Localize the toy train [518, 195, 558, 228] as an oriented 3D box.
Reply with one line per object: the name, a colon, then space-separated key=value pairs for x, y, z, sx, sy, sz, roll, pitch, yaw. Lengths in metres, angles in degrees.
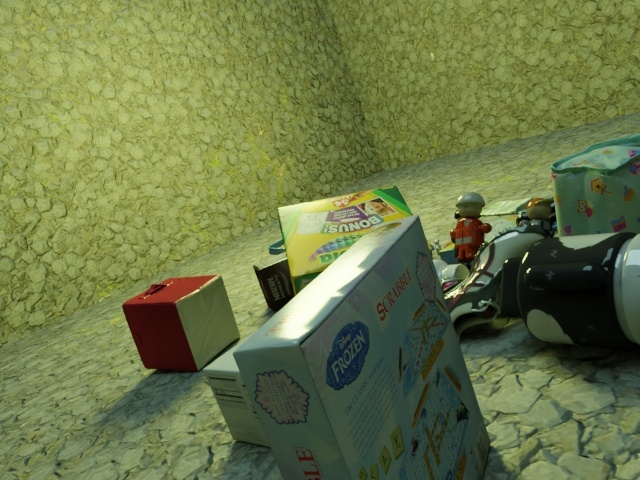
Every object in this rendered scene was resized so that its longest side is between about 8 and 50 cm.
toy train: x=0.634 y=-0.083 z=1.464 sx=0.184 sy=0.080 sz=0.105 roll=-25 pitch=6 yaw=-27

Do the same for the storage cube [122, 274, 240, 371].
storage cube: x=-0.356 y=0.209 z=1.390 sx=0.193 sy=0.215 sz=0.183 roll=-5 pitch=16 yaw=31

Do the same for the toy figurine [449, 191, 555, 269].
toy figurine: x=0.386 y=-0.019 z=1.152 sx=0.209 sy=0.148 sz=0.213 roll=0 pitch=-11 yaw=15

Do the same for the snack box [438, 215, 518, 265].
snack box: x=0.427 y=0.008 z=1.382 sx=0.174 sy=0.070 sz=0.207 roll=-11 pitch=15 yaw=38

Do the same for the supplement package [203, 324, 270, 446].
supplement package: x=-0.018 y=0.225 z=0.884 sx=0.262 sy=0.145 sz=0.204 roll=-8 pitch=16 yaw=42

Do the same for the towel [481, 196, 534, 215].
towel: x=0.614 y=-0.112 z=1.776 sx=0.113 sy=0.023 sz=0.152 roll=-25 pitch=12 yaw=-30

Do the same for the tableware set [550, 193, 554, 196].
tableware set: x=0.798 y=-0.162 z=1.662 sx=0.194 sy=0.039 sz=0.128 roll=-21 pitch=11 yaw=-7

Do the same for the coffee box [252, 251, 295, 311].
coffee box: x=-0.059 y=0.096 z=1.606 sx=0.246 sy=0.141 sz=0.098 roll=-23 pitch=13 yaw=-15

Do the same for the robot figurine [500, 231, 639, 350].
robot figurine: x=0.415 y=0.072 z=0.812 sx=0.209 sy=0.173 sz=0.278 roll=-34 pitch=17 yaw=-34

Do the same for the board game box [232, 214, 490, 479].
board game box: x=0.076 y=0.170 z=0.540 sx=0.066 sy=0.318 sz=0.319 roll=-13 pitch=12 yaw=29

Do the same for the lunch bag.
lunch bag: x=0.623 y=-0.092 z=1.131 sx=0.262 sy=0.223 sz=0.160 roll=-25 pitch=20 yaw=-29

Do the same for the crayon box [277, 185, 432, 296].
crayon box: x=0.082 y=-0.001 z=1.474 sx=0.363 sy=0.106 sz=0.313 roll=-11 pitch=37 yaw=-5

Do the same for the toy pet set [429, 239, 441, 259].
toy pet set: x=0.287 y=0.026 z=1.549 sx=0.122 sy=0.065 sz=0.114 roll=-18 pitch=11 yaw=10

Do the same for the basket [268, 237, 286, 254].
basket: x=0.000 y=0.000 z=1.807 sx=0.289 sy=0.201 sz=0.255 roll=-4 pitch=17 yaw=22

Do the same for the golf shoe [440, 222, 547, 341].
golf shoe: x=0.315 y=0.085 z=0.989 sx=0.273 sy=0.105 sz=0.120 roll=-43 pitch=33 yaw=19

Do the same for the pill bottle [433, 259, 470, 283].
pill bottle: x=0.228 y=0.098 z=1.183 sx=0.193 sy=0.108 sz=0.108 roll=-8 pitch=15 yaw=44
